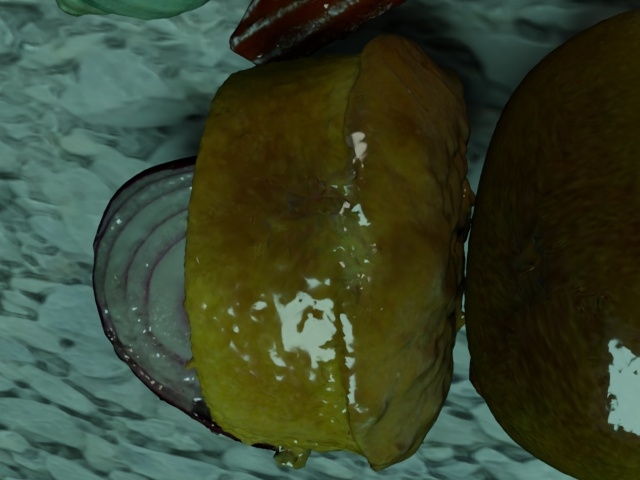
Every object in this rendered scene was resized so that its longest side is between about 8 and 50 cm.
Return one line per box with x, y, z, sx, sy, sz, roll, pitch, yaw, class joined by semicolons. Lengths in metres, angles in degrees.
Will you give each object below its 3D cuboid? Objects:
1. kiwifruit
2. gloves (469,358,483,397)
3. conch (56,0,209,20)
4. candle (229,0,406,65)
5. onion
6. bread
0.164;0.002;0.637;0.196;0.196;0.233;10;93;17;kiwifruit
0.197;0.107;0.798;0.219;0.131;0.140;3;133;10;gloves
-0.059;-0.167;0.624;0.176;0.121;0.188;32;160;-33;conch
0.069;-0.158;0.640;0.051;0.048;0.329;39;138;-28;candle
-0.017;0.011;0.802;0.195;0.218;0.140;40;-172;25;onion
0.000;0.000;0.674;0.143;0.228;0.139;-1;168;17;bread
